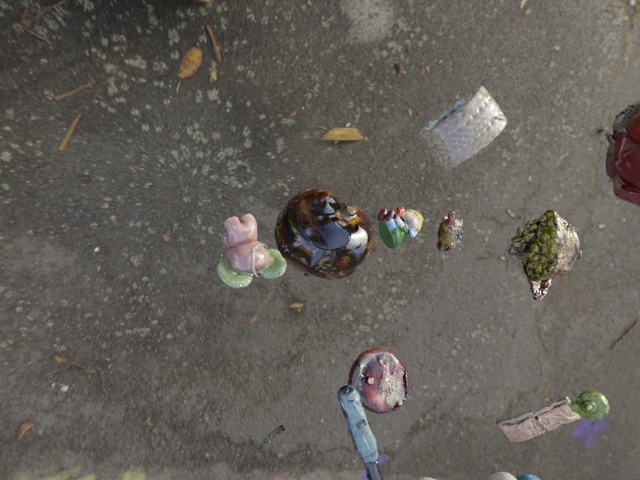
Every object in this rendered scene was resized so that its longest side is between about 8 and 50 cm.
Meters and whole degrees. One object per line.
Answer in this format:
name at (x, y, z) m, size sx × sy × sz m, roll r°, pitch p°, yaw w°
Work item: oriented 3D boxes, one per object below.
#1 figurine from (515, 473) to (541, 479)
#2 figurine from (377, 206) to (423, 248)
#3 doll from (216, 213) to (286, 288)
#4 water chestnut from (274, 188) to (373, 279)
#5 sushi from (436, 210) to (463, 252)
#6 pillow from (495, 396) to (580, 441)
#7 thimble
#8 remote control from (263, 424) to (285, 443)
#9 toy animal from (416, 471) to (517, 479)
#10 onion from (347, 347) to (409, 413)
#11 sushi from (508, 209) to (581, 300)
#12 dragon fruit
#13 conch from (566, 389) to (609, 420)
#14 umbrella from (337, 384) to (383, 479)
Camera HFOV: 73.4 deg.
figurine at (0.652, 0.780, 1.258) m, size 0.114 × 0.178 × 0.145 m, roll -3°, pitch 98°, yaw -52°
figurine at (0.346, -0.087, 1.817) m, size 0.234 × 0.127 × 0.185 m, roll -34°, pitch 112°, yaw -24°
doll at (-0.297, 0.060, 1.763) m, size 0.283 × 0.269 × 0.217 m, roll -16°, pitch 144°, yaw -27°
water chestnut at (0.000, 0.000, 1.486) m, size 0.334 × 0.347 × 0.336 m, roll 9°, pitch 52°, yaw -11°
sushi at (0.587, -0.032, 1.930) m, size 0.102 × 0.097 × 0.226 m, roll -18°, pitch 133°, yaw -15°
pillow at (0.662, 0.549, 1.304) m, size 0.232 × 0.043 × 0.126 m, roll -29°, pitch 124°, yaw 16°
thimble at (0.412, -0.330, 1.263) m, size 0.229 × 0.196 × 0.148 m, roll -36°, pitch 105°, yaw 27°
remote control at (-0.177, 0.754, 1.663) m, size 0.091 × 0.034 × 0.016 m, roll -26°, pitch 131°, yaw -33°
toy animal at (0.366, 0.625, 0.897) m, size 0.367 × 0.196 × 0.241 m, roll 37°, pitch 105°, yaw -19°
onion at (0.241, 0.610, 1.875) m, size 0.271 × 0.195 × 0.273 m, roll 3°, pitch 74°, yaw -9°
sushi at (0.789, 0.044, 1.517) m, size 0.178 × 0.167 × 0.297 m, roll -5°, pitch 122°, yaw -23°
dragon fruit at (0.832, -0.196, 0.968) m, size 0.328 × 0.329 × 0.330 m, roll -2°, pitch 97°, yaw -17°
conch at (0.662, 0.403, 1.062) m, size 0.121 × 0.089 × 0.074 m, roll 5°, pitch 76°, yaw -51°
umbrella at (0.097, 0.444, 0.981) m, size 0.053 × 0.052 × 0.251 m, roll -17°, pitch 100°, yaw 17°
